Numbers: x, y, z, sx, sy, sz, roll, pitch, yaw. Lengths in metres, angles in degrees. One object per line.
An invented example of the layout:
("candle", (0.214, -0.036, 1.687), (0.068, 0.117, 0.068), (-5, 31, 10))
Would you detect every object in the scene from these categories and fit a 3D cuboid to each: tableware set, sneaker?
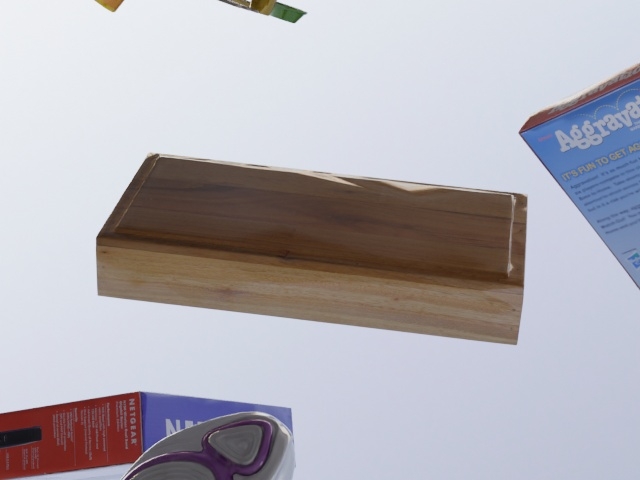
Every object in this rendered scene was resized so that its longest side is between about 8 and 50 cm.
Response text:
("tableware set", (-0.088, -0.212, 1.134), (0.154, 0.024, 0.104), (25, -169, 33))
("sneaker", (-0.108, 0.261, 1.065), (0.305, 0.152, 0.114), (-54, -131, 8))

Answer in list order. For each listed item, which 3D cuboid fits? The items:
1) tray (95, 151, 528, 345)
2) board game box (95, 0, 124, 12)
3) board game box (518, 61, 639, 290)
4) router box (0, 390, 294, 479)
("tray", (0.000, 0.000, 1.409), (0.411, 0.076, 0.203), (6, -152, 6))
("board game box", (-0.336, -0.333, 0.963), (0.390, 0.390, 0.050), (41, -83, 22))
("board game box", (0.266, -0.065, 0.814), (0.281, 0.145, 0.027), (-24, -156, 44))
("router box", (-0.244, 0.254, 1.723), (0.301, 0.335, 0.082), (-12, -105, 29))
